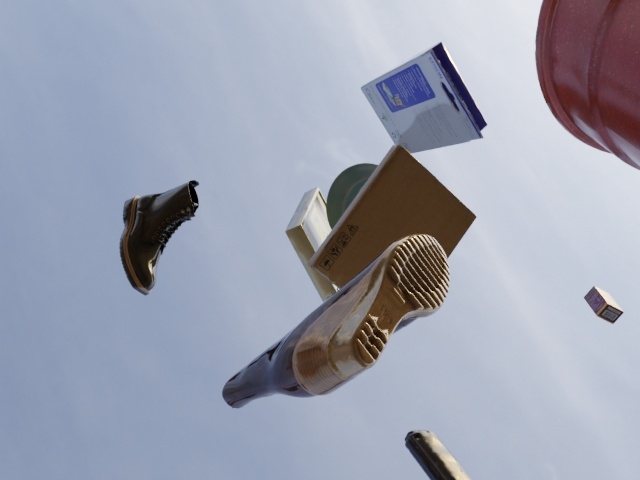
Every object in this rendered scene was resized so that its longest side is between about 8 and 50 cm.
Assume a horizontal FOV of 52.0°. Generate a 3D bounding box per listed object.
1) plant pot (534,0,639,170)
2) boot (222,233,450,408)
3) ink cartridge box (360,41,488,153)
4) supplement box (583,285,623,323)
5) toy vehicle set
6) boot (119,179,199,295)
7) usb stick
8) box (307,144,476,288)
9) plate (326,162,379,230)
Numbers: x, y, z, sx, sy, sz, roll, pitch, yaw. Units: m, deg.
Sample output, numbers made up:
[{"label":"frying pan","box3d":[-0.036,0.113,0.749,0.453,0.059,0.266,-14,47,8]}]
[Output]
[{"label":"plant pot","box3d":[0.322,-0.109,0.425,0.273,0.272,0.265,6,-144,-13]},{"label":"boot","box3d":[0.019,0.087,0.733,0.090,0.207,0.248,58,-138,-7]},{"label":"ink cartridge box","box3d":[0.188,-0.245,1.161,0.065,0.333,0.165,-35,-78,-11]},{"label":"supplement box","box3d":[0.695,0.158,1.611,0.055,0.043,0.083,25,-156,-16]},{"label":"toy vehicle set","box3d":[0.000,0.000,1.384,0.165,0.035,0.267,63,-164,-15]},{"label":"boot","box3d":[-0.270,-0.014,1.138,0.137,0.077,0.197,-19,-120,10]},{"label":"usb stick","box3d":[0.231,0.412,1.056,0.077,0.045,0.278,13,-158,-35]},{"label":"box","box3d":[0.102,-0.001,0.889,0.164,0.021,0.201,39,-98,-23]},{"label":"plate","box3d":[0.101,-0.070,1.381,0.188,0.024,0.188,-2,-85,-22]}]
